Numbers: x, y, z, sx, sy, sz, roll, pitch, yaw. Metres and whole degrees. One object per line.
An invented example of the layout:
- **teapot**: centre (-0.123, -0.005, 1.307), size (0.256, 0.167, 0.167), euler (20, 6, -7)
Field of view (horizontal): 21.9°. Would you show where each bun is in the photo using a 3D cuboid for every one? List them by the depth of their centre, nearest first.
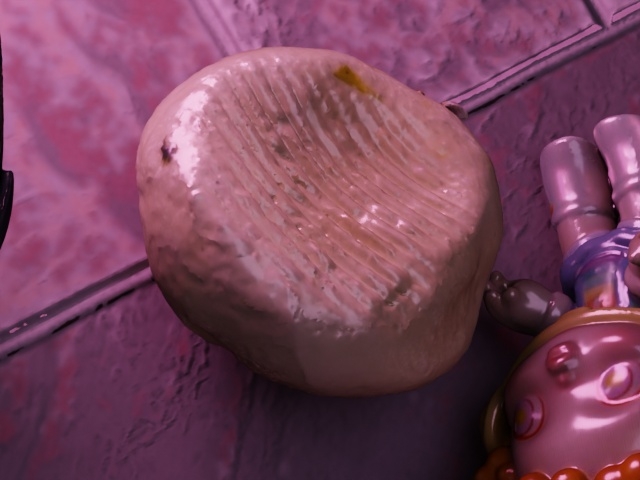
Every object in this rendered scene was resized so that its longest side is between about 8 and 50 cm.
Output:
- **bun**: centre (0.000, 0.000, 1.110), size (0.259, 0.160, 0.259), euler (12, 56, -17)

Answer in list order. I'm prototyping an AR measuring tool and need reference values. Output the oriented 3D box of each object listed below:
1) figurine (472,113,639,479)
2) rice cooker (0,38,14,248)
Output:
- **figurine**: centre (0.228, 0.090, 1.135), size (0.205, 0.224, 0.382), euler (38, 56, -41)
- **rice cooker**: centre (-0.298, -0.067, 0.938), size (0.267, 0.224, 0.267), euler (4, 36, -3)
